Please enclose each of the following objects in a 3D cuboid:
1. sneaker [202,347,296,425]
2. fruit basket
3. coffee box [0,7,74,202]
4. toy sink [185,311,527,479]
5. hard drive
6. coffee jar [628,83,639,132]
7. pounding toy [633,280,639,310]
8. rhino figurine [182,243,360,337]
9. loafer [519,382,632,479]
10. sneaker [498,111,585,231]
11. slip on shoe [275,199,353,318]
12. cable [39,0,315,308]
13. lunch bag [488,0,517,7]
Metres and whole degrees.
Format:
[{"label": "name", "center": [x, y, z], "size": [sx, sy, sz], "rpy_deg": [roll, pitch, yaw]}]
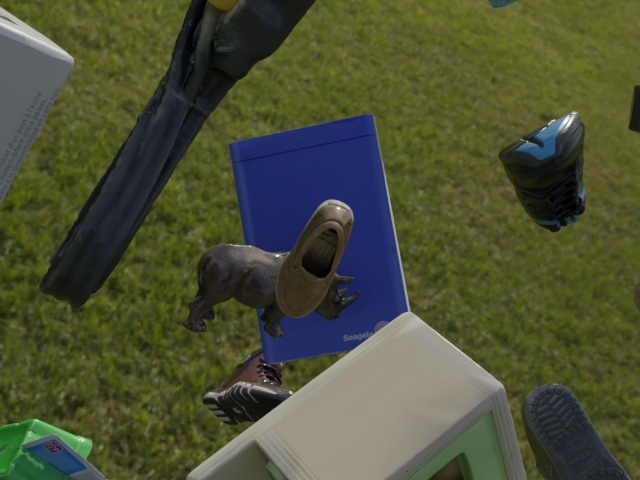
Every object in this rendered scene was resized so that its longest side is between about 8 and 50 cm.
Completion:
[{"label": "sneaker", "center": [-0.096, 0.253, 1.777], "size": [0.106, 0.281, 0.162], "rpy_deg": [52, 57, -21]}, {"label": "fruit basket", "center": [-0.447, 0.459, 1.619], "size": [0.353, 0.327, 0.165], "rpy_deg": [57, 34, -27]}, {"label": "coffee box", "center": [-0.448, -0.092, 0.636], "size": [0.338, 0.337, 0.334], "rpy_deg": [36, 10, 36]}, {"label": "toy sink", "center": [0.036, 0.200, 0.777], "size": [0.234, 0.152, 0.131], "rpy_deg": [-34, 42, -16]}, {"label": "hard drive", "center": [0.000, 0.000, 1.358], "size": [0.210, 0.318, 0.040], "rpy_deg": [-11, -5, 9]}, {"label": "coffee jar", "center": [0.648, -0.230, 1.744], "size": [0.185, 0.096, 0.079], "rpy_deg": [5, 6, -13]}, {"label": "pounding toy", "center": [0.459, 0.142, 1.125], "size": [0.237, 0.110, 0.183], "rpy_deg": [42, -4, 8]}, {"label": "rhino figurine", "center": [-0.049, 0.059, 1.174], "size": [0.243, 0.106, 0.073], "rpy_deg": [6, 19, -33]}, {"label": "loafer", "center": [0.329, 0.292, 1.229], "size": [0.087, 0.094, 0.251], "rpy_deg": [163, -97, -85]}, {"label": "sneaker", "center": [0.341, -0.091, 1.396], "size": [0.139, 0.125, 0.341], "rpy_deg": [64, 11, 8]}, {"label": "slip on shoe", "center": [-0.007, 0.025, 0.906], "size": [0.051, 0.135, 0.041], "rpy_deg": [24, 32, -9]}, {"label": "cable", "center": [-0.070, -0.103, 0.495], "size": [0.072, 0.287, 0.139], "rpy_deg": [35, 15, -25]}, {"label": "lunch bag", "center": [0.267, -0.518, 1.443], "size": [0.160, 0.223, 0.262], "rpy_deg": [-17, 53, -1]}]
